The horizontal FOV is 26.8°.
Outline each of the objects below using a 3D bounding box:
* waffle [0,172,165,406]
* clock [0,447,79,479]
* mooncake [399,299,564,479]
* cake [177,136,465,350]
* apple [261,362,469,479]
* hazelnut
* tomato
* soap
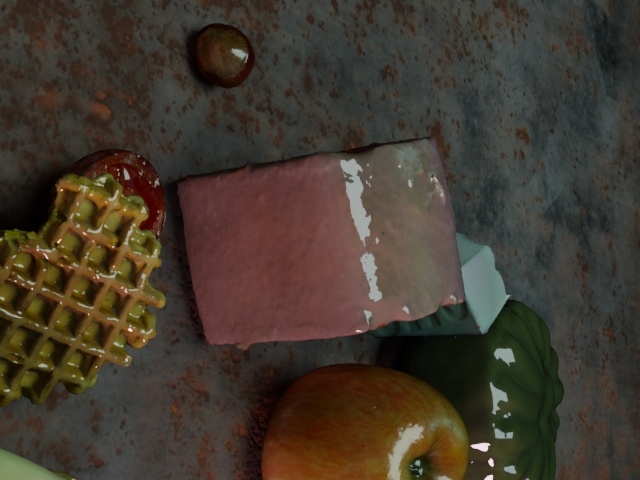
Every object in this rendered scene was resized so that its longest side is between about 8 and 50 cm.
[{"bbox_3d":[-0.283,0.053,1.389,0.253,0.056,0.249,-10,113,-27],"label":"waffle"},{"bbox_3d":[-0.332,0.350,1.303,0.348,0.117,0.286,30,60,-49],"label":"clock"},{"bbox_3d":[0.255,0.252,2.039,0.351,0.187,0.351,18,70,-60],"label":"mooncake"},{"bbox_3d":[0.000,0.000,1.671,0.237,0.309,0.230,-17,95,-51],"label":"cake"},{"bbox_3d":[0.065,0.285,1.756,0.264,0.264,0.264,14,73,-53],"label":"apple"},{"bbox_3d":[-0.122,-0.239,1.738,0.086,0.086,0.086,14,73,-53],"label":"hazelnut"},{"bbox_3d":[-0.251,-0.027,1.503,0.159,0.091,0.139,-52,130,-37],"label":"tomato"},{"bbox_3d":[0.137,0.064,1.903,0.091,0.231,0.145,-48,122,-47],"label":"soap"}]
